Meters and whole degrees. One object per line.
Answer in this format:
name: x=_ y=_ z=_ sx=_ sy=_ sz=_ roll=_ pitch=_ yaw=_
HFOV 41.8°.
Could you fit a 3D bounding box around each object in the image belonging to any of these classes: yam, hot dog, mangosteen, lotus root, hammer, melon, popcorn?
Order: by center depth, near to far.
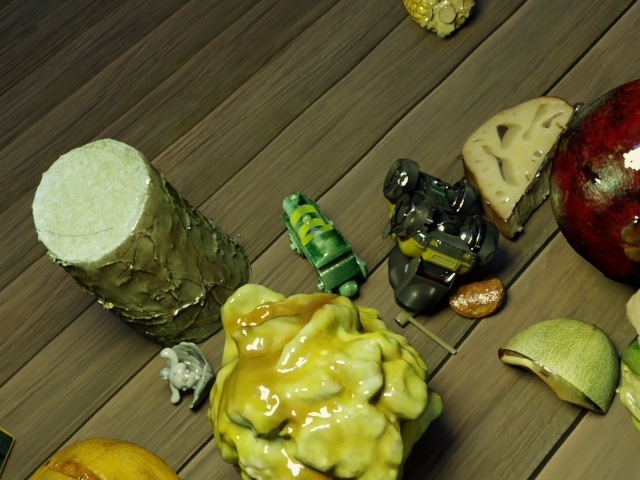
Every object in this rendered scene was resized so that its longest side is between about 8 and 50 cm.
popcorn: x=0.000 y=0.206 z=1.058 sx=0.335 sy=0.275 sz=0.278 roll=-175 pitch=101 yaw=-74
melon: x=0.319 y=0.144 z=1.102 sx=0.160 sy=0.079 sz=0.128 roll=27 pitch=66 yaw=38
mangosteen: x=0.457 y=-0.080 z=1.114 sx=0.312 sy=0.311 sz=0.311 roll=-12 pitch=47 yaw=13
hammer: x=0.157 y=0.133 z=1.223 sx=0.035 sy=0.019 sz=0.110 roll=-41 pitch=50 yaw=-15
hot dog: x=0.229 y=0.083 z=1.224 sx=0.083 sy=0.035 sz=0.058 roll=-12 pitch=46 yaw=20
yam: x=-0.271 y=0.012 z=1.314 sx=0.241 sy=0.348 sz=0.240 roll=-11 pitch=59 yaw=18
lotus root: x=0.314 y=-0.131 z=1.355 sx=0.170 sy=0.074 sz=0.260 roll=27 pitch=66 yaw=39

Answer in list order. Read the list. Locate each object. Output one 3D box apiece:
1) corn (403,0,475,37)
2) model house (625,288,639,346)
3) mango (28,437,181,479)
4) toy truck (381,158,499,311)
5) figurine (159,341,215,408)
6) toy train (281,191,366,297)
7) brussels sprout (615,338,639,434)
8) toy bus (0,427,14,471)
corn: x=0.219 y=-0.565 z=1.737 sx=0.144 sy=0.144 sz=0.387 roll=-17 pitch=47 yaw=8
model house: x=0.543 y=0.111 z=0.718 sx=0.395 sy=0.400 sz=0.445 roll=-13 pitch=60 yaw=-6
mango: x=-0.297 y=0.355 z=1.141 sx=0.295 sy=0.120 sz=0.177 roll=15 pitch=55 yaw=32
toy truck: x=0.154 y=-0.008 z=1.265 sx=0.147 sy=0.165 sz=0.224 roll=20 pitch=28 yaw=-17
figurine: x=-0.207 y=0.206 z=1.271 sx=0.086 sy=0.094 sz=0.082 roll=27 pitch=20 yaw=8
toy train: x=-0.001 y=0.000 z=1.328 sx=0.083 sy=0.132 sz=0.200 roll=-31 pitch=48 yaw=-7
brussels sprout: x=0.435 y=0.180 z=0.984 sx=0.146 sy=0.131 sz=0.183 roll=-24 pitch=41 yaw=8
toy bus: x=-0.563 y=0.413 z=1.204 sx=0.123 sy=0.121 sz=0.335 roll=-11 pitch=46 yaw=25
